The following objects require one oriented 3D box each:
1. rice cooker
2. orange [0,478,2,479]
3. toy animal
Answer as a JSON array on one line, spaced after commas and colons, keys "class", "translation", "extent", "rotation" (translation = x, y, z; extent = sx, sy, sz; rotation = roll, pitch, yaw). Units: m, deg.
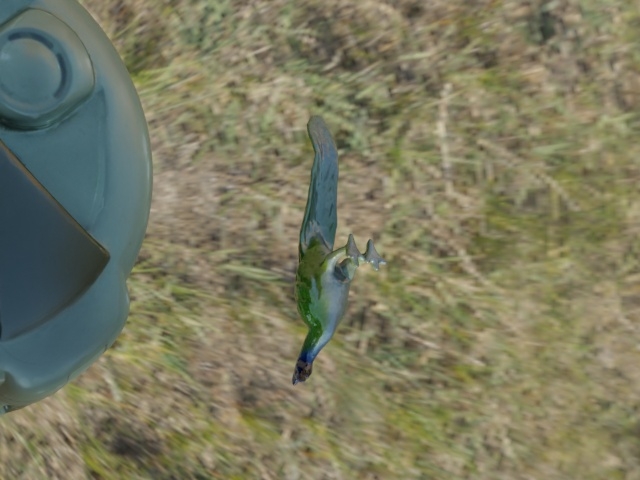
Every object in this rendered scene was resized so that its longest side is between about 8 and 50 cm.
[{"class": "rice cooker", "translation": [-0.293, -0.026, 1.139], "extent": [0.335, 0.325, 0.335], "rotation": [8, 72, -27]}, {"class": "orange", "translation": [-0.277, 0.239, 0.874], "extent": [0.340, 0.341, 0.293], "rotation": [23, 42, -14]}, {"class": "toy animal", "translation": [0.011, -0.002, 1.238], "extent": [0.041, 0.075, 0.217], "rotation": [19, 66, -37]}]
